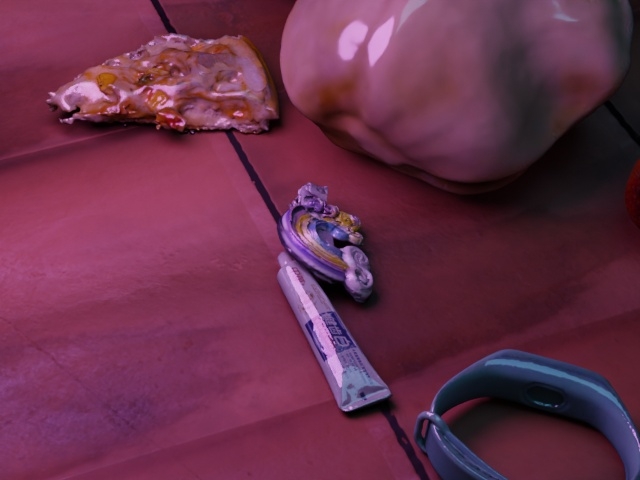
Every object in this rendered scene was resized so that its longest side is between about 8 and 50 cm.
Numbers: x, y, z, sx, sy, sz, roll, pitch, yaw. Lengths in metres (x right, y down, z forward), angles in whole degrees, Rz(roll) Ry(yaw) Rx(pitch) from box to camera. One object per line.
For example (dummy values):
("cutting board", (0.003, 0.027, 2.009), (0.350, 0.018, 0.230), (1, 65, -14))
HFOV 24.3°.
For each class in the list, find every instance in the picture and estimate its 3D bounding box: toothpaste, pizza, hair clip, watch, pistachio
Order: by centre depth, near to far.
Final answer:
("watch", (0.220, 0.210, 1.562), (0.237, 0.068, 0.195), (17, 49, 7))
("toothpaste", (0.004, 0.098, 1.672), (0.060, 0.038, 0.233), (-19, 53, -17))
("hair clip", (0.000, 0.000, 1.750), (0.116, 0.049, 0.172), (11, 36, -22))
("pistachio", (0.171, -0.236, 1.841), (0.445, 0.281, 0.365), (-13, 75, -7))
("pizza", (-0.205, -0.206, 1.926), (0.297, 0.071, 0.189), (-3, 47, -7))

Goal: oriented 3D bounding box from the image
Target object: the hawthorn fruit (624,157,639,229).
("hawthorn fruit", (0.462, -0.074, 1.792), (0.169, 0.169, 0.188), (27, 51, 21))
